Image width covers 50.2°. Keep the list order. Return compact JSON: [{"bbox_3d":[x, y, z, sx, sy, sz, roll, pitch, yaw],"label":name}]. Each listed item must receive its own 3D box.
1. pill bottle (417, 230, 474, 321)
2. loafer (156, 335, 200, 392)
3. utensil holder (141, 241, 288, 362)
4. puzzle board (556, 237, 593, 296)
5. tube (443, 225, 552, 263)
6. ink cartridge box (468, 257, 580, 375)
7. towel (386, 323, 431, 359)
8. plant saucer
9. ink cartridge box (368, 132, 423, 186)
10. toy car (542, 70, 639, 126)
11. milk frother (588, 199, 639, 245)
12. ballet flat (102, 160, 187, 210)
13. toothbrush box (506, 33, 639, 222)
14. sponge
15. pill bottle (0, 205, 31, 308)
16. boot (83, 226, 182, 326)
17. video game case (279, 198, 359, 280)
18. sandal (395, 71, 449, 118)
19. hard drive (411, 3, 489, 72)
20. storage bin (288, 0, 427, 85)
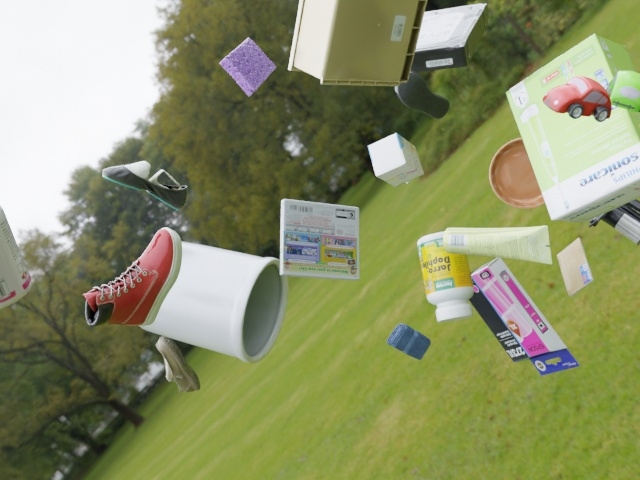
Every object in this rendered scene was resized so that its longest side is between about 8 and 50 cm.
[{"bbox_3d":[0.310,0.090,1.670,0.117,0.208,0.117,-8,-13,-2],"label":"pill bottle"},{"bbox_3d":[-0.300,0.262,1.405,0.050,0.148,0.056,-30,24,-3],"label":"loafer"},{"bbox_3d":[-0.339,0.181,2.128,0.327,0.385,0.328,10,-90,-71],"label":"utensil holder"},{"bbox_3d":[0.672,0.071,1.799,0.096,0.011,0.128,124,146,-52],"label":"puzzle board"},{"bbox_3d":[0.393,0.006,1.519,0.240,0.070,0.062,3,71,38],"label":"tube"},{"bbox_3d":[0.553,0.232,1.933,0.069,0.371,0.176,-36,-4,-27],"label":"ink cartridge box"},{"bbox_3d":[0.227,0.258,1.748,0.067,0.119,0.029,-56,33,3],"label":"towel"},{"bbox_3d":[0.576,-0.188,1.918,0.200,0.200,0.037,-44,-5,10],"label":"plant saucer"},{"bbox_3d":[0.205,-0.210,1.817,0.090,0.092,0.143,-23,-19,26],"label":"ink cartridge box"},{"bbox_3d":[0.462,-0.215,1.024,0.225,0.239,0.053,-53,-20,-57],"label":"toy car"},{"bbox_3d":[0.859,-0.046,1.951,0.143,0.135,0.129,-44,-29,-7],"label":"milk frother"},{"bbox_3d":[-0.529,-0.186,2.099,0.095,0.280,0.096,33,96,50],"label":"ballet flat"},{"bbox_3d":[0.502,-0.202,1.280,0.122,0.283,0.206,2,-24,-39],"label":"toothbrush box"},{"bbox_3d":[-0.197,-0.482,1.885,0.031,0.117,0.210,-36,17,30],"label":"sponge"},{"bbox_3d":[-0.773,0.006,1.530,0.160,0.283,0.160,-7,27,4],"label":"pill bottle"},{"bbox_3d":[-0.408,0.080,1.464,0.176,0.088,0.244,7,-66,-51],"label":"boot"},{"bbox_3d":[0.000,0.000,1.734,0.023,0.212,0.193,154,119,-64],"label":"video game case"},{"bbox_3d":[0.314,-0.459,2.174,0.097,0.254,0.054,-54,46,11],"label":"sandal"},{"bbox_3d":[0.302,-0.536,1.809,0.236,0.064,0.339,0,34,26],"label":"hard drive"},{"bbox_3d":[0.090,-0.476,1.465,0.260,0.123,0.262,-8,-59,-36],"label":"storage bin"}]
